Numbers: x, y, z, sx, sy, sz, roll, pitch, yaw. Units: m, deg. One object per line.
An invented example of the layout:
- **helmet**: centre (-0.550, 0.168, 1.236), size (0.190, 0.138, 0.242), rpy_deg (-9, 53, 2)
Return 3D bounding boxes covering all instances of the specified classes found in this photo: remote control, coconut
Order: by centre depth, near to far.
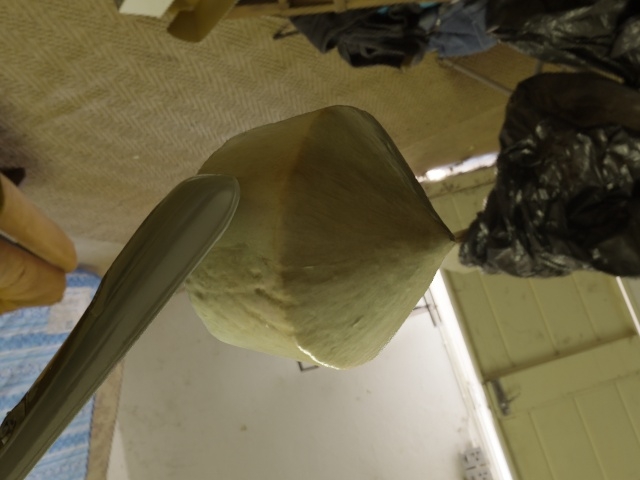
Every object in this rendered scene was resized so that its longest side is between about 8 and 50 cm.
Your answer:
- **remote control**: centre (-0.185, 0.061, 0.539), size (0.313, 0.055, 0.109), rpy_deg (-53, -157, -11)
- **coconut**: centre (0.000, 0.000, 0.701), size (0.329, 0.328, 0.329), rpy_deg (-16, 167, -4)
